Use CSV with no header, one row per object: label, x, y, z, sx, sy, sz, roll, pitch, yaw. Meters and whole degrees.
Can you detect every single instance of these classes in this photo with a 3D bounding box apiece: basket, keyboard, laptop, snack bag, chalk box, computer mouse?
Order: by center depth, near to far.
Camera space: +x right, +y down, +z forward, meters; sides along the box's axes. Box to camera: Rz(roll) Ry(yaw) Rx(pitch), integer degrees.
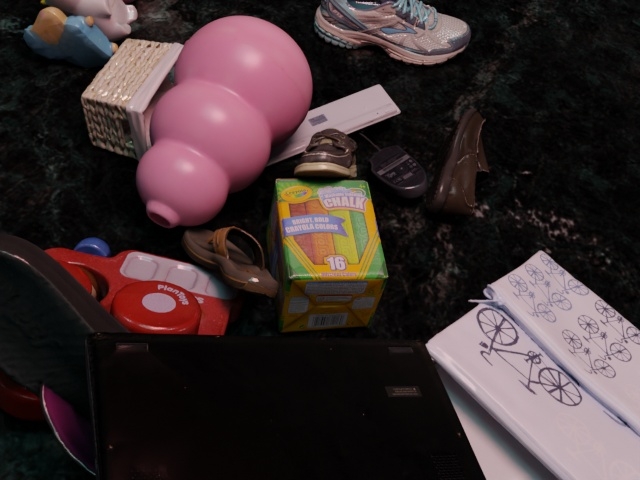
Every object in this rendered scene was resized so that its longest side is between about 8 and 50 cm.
laptop,-0.038,0.319,0.799,0.382,0.236,0.408,5,42,-25
snack bag,0.327,0.170,1.067,0.323,0.037,0.342,44,42,21
chalk box,0.000,0.000,1.129,0.132,0.132,0.213,-2,54,-12
basket,-0.276,-0.216,1.251,0.103,0.113,0.167,14,50,9
computer mouse,0.083,-0.141,1.319,0.071,0.041,0.242,-30,57,-18
keyboard,0.001,-0.185,1.323,0.256,0.014,0.072,-23,53,-15

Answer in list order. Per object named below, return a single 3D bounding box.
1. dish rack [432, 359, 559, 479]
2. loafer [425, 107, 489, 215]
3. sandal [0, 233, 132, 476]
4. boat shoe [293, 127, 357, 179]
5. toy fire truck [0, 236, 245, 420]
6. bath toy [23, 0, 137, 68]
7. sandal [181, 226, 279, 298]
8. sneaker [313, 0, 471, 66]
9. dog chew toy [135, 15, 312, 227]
dish rack,0.168,0.278,0.991,0.333,0.072,0.285,-31,63,-30
loafer,0.226,-0.116,1.303,0.078,0.080,0.220,25,57,-3
sandal,-0.214,0.181,0.854,0.446,0.167,0.107,41,25,-15
boat shoe,0.011,-0.124,1.185,0.080,0.223,0.073,2,94,11
toy fire truck,-0.255,0.089,1.017,0.302,0.169,0.254,13,28,-2
bath toy,-0.378,-0.443,1.407,0.129,0.151,0.348,-10,46,27
sandal,-0.114,0.015,1.087,0.090,0.060,0.219,15,9,-29
sneaker,0.134,-0.393,1.459,0.283,0.122,0.110,7,53,-6
dog chew toy,-0.148,-0.162,1.190,0.206,0.206,0.332,24,66,8
